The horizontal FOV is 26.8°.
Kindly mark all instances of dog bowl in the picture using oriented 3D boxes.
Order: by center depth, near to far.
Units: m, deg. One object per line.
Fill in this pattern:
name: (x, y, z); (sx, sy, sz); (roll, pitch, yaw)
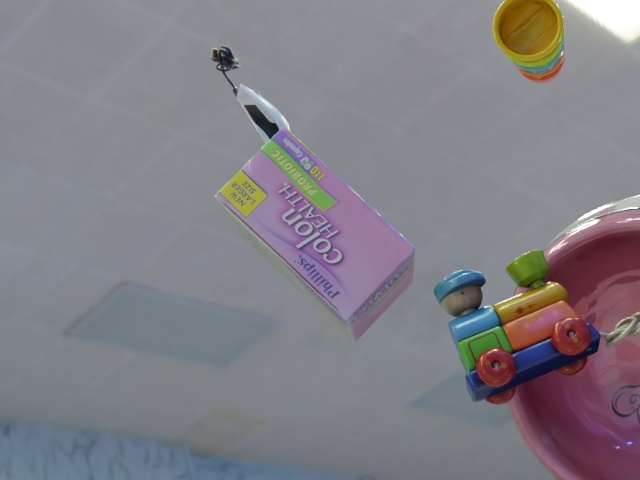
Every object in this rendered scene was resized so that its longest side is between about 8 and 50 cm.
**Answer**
dog bowl: (0.393, 0.142, 1.585); (0.408, 0.408, 0.150); (-32, -14, 21)

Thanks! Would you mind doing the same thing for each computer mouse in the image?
computer mouse: (-0.087, -0.186, 1.853); (0.042, 0.193, 0.106); (-32, -6, -2)

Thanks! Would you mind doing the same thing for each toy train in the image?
toy train: (0.258, 0.071, 1.487); (0.248, 0.143, 0.105); (-23, -21, 0)

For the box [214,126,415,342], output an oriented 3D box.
box: (0.000, 0.000, 1.644); (0.117, 0.213, 0.243); (-46, -10, -5)

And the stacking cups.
stacking cups: (0.313, -0.273, 1.934); (0.096, 0.096, 0.316); (-25, -10, 11)
